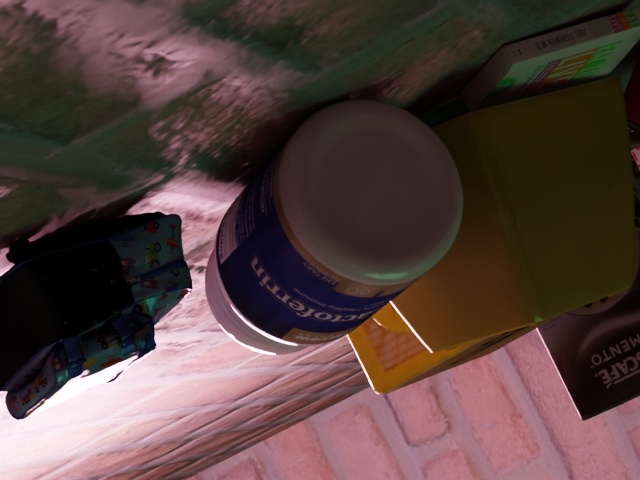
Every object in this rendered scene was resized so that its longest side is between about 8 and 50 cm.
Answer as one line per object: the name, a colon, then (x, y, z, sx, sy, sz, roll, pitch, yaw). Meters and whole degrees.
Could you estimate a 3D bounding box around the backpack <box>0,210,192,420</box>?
backpack: (-0.178, 0.051, 1.422, 0.173, 0.117, 0.158, -22, 171, -37)

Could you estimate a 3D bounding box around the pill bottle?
pill bottle: (0.000, 0.000, 1.487, 0.153, 0.153, 0.264, -21, 169, -26)

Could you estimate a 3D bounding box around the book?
book: (0.201, -0.157, 1.540, 0.144, 0.035, 0.096, -18, 167, -24)

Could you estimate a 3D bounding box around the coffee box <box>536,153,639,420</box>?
coffee box: (0.306, 0.028, 1.984, 0.168, 0.297, 0.119, -29, 170, 18)

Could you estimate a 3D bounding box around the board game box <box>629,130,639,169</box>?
board game box: (0.394, -0.102, 2.270, 0.146, 0.045, 0.193, -28, 170, 16)

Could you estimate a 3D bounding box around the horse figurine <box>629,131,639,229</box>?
horse figurine: (0.281, -0.056, 1.765, 0.263, 0.174, 0.066, -54, 154, -51)

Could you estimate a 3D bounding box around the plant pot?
plant pot: (0.161, -0.014, 1.616, 0.212, 0.187, 0.212, -15, 176, -42)

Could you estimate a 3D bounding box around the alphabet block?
alphabet block: (0.139, 0.025, 1.873, 0.197, 0.192, 0.193, -14, 163, -48)

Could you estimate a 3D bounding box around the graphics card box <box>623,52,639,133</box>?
graphics card box: (0.484, -0.126, 1.822, 0.371, 0.232, 0.094, -9, 122, -55)
